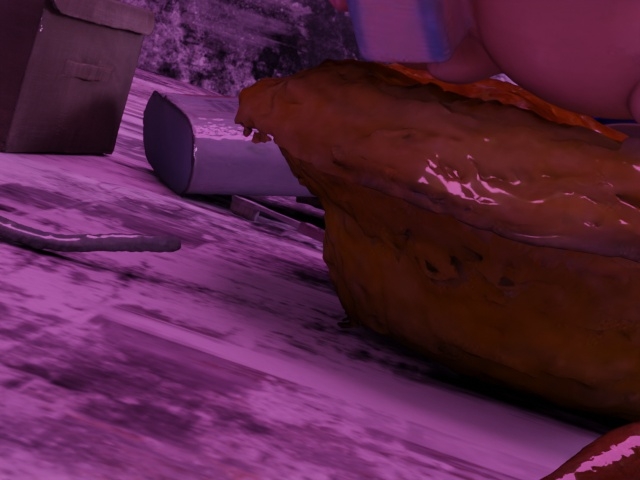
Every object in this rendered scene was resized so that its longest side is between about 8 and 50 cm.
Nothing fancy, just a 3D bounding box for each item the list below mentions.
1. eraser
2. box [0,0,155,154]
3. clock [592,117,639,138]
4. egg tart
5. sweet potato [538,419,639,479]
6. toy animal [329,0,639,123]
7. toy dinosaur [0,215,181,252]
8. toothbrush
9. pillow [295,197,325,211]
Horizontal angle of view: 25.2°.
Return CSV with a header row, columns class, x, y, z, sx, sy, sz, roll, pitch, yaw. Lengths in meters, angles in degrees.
class,x,y,z,sx,sy,sz,roll,pitch,yaw
eraser,-0.038,-0.089,1.347,0.227,0.081,0.174,2,18,-23
box,-0.273,-0.169,1.297,0.155,0.149,0.231,19,8,12
clock,0.276,-0.019,1.161,0.230,0.230,0.083,20,43,17
egg tart,0.148,0.002,0.911,0.443,0.178,0.443,15,9,-2
sweet potato,0.220,0.121,0.656,0.281,0.067,0.059,12,-29,-6
toy animal,0.096,-0.167,0.797,0.256,0.195,0.213,13,48,24
toy dinosaur,-0.254,-0.044,0.761,0.383,0.076,0.129,27,0,-13
toothbrush,0.001,-0.002,1.213,0.194,0.017,0.014,21,7,27
pillow,0.094,-0.015,1.451,0.232,0.043,0.126,15,12,-40
